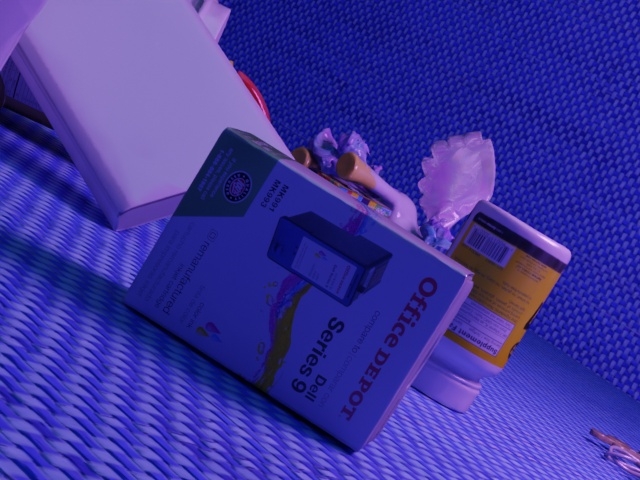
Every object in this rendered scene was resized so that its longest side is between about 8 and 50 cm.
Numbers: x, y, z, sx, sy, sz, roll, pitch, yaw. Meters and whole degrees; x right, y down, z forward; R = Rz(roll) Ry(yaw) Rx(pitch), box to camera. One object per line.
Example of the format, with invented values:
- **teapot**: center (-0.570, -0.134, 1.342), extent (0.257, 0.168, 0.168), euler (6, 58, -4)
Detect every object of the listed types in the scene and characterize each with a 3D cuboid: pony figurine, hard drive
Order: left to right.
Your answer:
- **hard drive**: center (-0.187, -0.163, 1.498), extent (0.203, 0.040, 0.307), euler (-19, 64, -33)
- **pony figurine**: center (0.110, -0.024, 2.246), extent (0.363, 0.303, 0.351), euler (32, 35, -43)

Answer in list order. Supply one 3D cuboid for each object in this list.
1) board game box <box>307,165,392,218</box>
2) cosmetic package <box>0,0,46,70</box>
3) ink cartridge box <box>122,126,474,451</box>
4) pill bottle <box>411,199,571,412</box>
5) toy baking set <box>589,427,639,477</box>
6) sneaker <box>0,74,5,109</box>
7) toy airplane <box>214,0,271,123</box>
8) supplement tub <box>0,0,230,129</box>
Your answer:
- **board game box**: center (0.000, 0.000, 1.700), extent (0.048, 0.141, 0.170), euler (35, 5, 24)
- **cosmetic package**: center (-0.424, -0.338, 1.319), extent (0.327, 0.329, 0.394), euler (30, 4, -35)
- **ink cartridge box**: center (-0.013, 0.035, 1.120), extent (0.212, 0.154, 0.093), euler (33, 4, 7)
- **pill bottle**: center (0.167, 0.072, 1.613), extent (0.119, 0.208, 0.119), euler (31, 5, -3)
- **toy baking set**: center (0.461, 0.323, 2.048), extent (0.197, 0.030, 0.256), euler (27, 2, -4)
- **sneaker**: center (-0.360, -0.129, 1.116), extent (0.283, 0.107, 0.124), euler (24, 23, -37)
- **toy airplane**: center (-0.283, -0.325, 2.540), extent (0.384, 0.272, 0.386), euler (26, 7, -47)
- **supplement tub**: center (-0.282, -0.240, 1.690), extent (0.316, 0.228, 0.228), euler (24, 5, -5)
